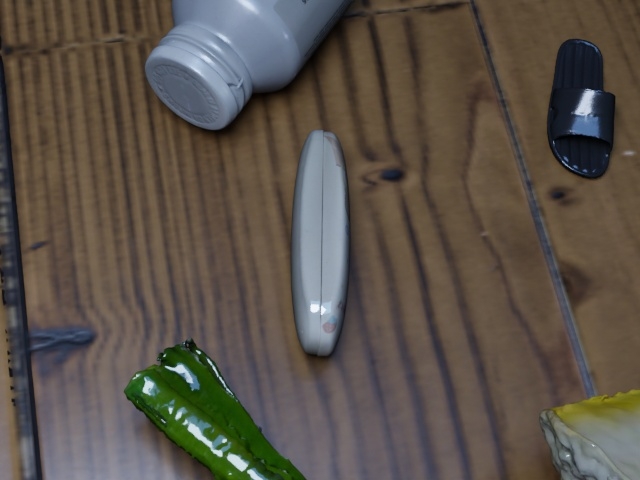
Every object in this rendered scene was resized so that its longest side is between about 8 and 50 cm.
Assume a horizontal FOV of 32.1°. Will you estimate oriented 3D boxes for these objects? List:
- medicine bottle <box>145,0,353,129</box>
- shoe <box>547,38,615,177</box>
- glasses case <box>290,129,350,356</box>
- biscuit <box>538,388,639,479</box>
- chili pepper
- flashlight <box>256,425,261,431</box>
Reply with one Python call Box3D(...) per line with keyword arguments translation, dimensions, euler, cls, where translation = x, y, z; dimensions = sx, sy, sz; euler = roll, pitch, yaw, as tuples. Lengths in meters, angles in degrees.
Box3D(translation=(-0.064, -0.208, 1.026), dimensions=(0.135, 0.135, 0.215), euler=(31, 65, 9), cls="medicine bottle")
Box3D(translation=(0.256, -0.139, 1.077), dimensions=(0.062, 0.053, 0.159), euler=(10, 61, -6), cls="shoe")
Box3D(translation=(0.000, 0.000, 0.964), dimensions=(0.051, 0.081, 0.204), euler=(2, 66, -3), cls="glasses case")
Box3D(translation=(0.401, 0.232, 0.788), dimensions=(0.446, 0.104, 0.429), euler=(-7, 31, -36), cls="biscuit")
Box3D(translation=(-0.013, 0.226, 0.849), dimensions=(0.359, 0.076, 0.085), euler=(49, 40, 11), cls="chili pepper")
Box3D(translation=(-0.067, 0.189, 0.900), dimensions=(0.018, 0.018, 0.083), euler=(15, 64, 1), cls="flashlight")
